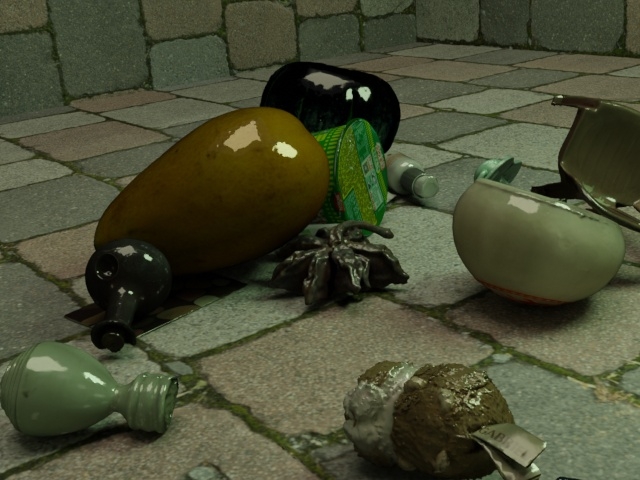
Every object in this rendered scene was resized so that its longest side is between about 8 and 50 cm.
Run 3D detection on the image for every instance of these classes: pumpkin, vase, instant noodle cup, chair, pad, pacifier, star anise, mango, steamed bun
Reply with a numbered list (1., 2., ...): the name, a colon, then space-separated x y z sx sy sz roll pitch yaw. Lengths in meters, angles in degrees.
1. pumpkin: 0.015 -0.266 1.896 0.315 0.238 0.315 12 12 -3
2. vase: -0.267 0.078 1.170 0.120 0.120 0.183 -4 36 1
3. instant noodle cup: -0.027 -0.105 1.522 0.233 0.207 0.207 -1 19 28
4. chair: 0.452 -0.118 1.325 0.176 0.183 0.326 21 6 -7
5. pad: -0.242 0.088 1.285 0.158 0.003 0.235 13 26 39
6. pacifier: 0.329 -0.087 1.546 0.116 0.127 0.150 46 10 18
7. star anise: 0.032 0.024 1.280 0.209 0.089 0.231 4 30 10
8. mango: -0.166 -0.060 1.325 0.378 0.221 0.264 -26 0 2
9. steamed bun: 0.284 0.013 1.161 0.232 0.145 0.232 19 5 -2

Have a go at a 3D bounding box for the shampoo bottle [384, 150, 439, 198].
1. shampoo bottle: 0.173 -0.121 1.680 0.074 0.074 0.192 -11 22 -17

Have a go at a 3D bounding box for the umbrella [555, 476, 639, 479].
1. umbrella: 0.224 0.233 0.716 0.248 0.071 0.071 -8 19 12

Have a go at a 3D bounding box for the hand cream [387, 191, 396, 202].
1. hand cream: 0.014 -0.097 1.664 0.248 0.083 0.133 16 27 21

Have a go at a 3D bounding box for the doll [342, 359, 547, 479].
1. doll: 0.115 0.166 0.797 0.115 0.105 0.221 10 -11 -38

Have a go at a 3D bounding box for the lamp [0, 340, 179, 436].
1. lamp: -0.255 0.169 0.938 0.193 0.106 0.106 8 21 5

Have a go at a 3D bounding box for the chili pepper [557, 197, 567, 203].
1. chili pepper: 0.346 -0.024 1.342 0.073 0.050 0.182 -34 -4 2

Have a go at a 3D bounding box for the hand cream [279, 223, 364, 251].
1. hand cream: 0.000 0.000 1.396 0.142 0.084 0.053 -2 57 13
